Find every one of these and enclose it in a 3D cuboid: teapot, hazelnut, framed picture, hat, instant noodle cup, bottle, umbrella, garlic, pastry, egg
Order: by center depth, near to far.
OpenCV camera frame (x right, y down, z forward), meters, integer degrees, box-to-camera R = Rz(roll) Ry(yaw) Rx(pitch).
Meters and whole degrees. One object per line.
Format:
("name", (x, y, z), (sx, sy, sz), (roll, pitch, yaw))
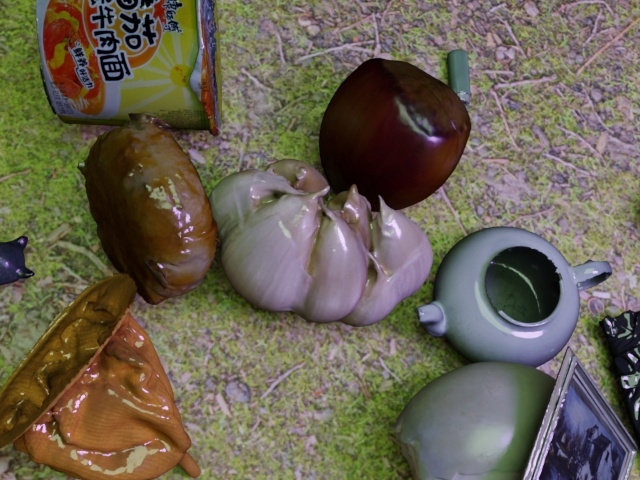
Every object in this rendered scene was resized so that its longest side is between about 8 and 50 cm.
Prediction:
("framed picture", (0.304, 0.289, 1.042), (0.019, 0.296, 0.232), (8, 63, 38))
("hat", (-0.222, 0.201, 1.043), (0.233, 0.244, 0.233), (-39, 112, 8))
("egg", (0.205, 0.233, 1.067), (0.217, 0.183, 0.183), (-24, 77, -6))
("pastry", (-0.208, -0.038, 1.073), (0.100, 0.218, 0.229), (-24, 116, -29))
("garlic", (-0.012, 0.008, 1.088), (0.281, 0.203, 0.184), (33, 57, 4))
("instant noodle cup", (-0.234, -0.257, 1.136), (0.200, 0.264, 0.264), (-2, 71, -1))
("teapot", (0.244, 0.073, 1.159), (0.294, 0.129, 0.193), (-14, 75, -14))
("umbrella", (0.432, 0.209, 1.184), (0.066, 0.059, 0.235), (-14, 72, 4))
("hazelnut", (0.093, -0.129, 1.188), (0.208, 0.208, 0.208), (3, 71, -9))
("bottle", (0.204, -0.237, 1.312), (0.030, 0.030, 0.083), (2, 72, -9))

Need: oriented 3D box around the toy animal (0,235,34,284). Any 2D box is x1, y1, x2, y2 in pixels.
("toy animal", (-0.455, 0.027, 1.062), (0.210, 0.117, 0.121), (-20, 69, -14))
